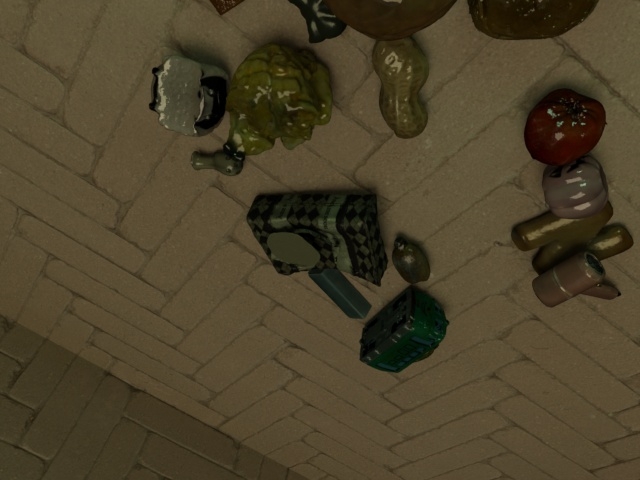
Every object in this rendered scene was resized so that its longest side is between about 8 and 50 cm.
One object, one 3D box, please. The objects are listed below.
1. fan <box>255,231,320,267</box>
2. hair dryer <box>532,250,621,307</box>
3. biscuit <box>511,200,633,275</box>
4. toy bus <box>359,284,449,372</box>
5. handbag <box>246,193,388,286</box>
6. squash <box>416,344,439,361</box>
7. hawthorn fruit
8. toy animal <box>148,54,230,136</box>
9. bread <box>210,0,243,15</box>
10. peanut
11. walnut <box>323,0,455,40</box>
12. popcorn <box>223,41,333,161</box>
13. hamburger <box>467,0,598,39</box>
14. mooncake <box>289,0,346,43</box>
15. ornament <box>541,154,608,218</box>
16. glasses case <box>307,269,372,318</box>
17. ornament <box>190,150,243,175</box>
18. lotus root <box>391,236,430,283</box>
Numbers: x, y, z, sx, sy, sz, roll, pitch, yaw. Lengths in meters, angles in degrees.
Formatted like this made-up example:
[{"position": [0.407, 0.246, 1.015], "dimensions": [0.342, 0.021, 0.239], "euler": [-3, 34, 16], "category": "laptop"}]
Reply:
[{"position": [-0.132, 0.049, 1.734], "dimensions": [0.182, 0.010, 0.310], "euler": [41, 141, -23], "category": "fan"}, {"position": [0.838, 0.135, 1.630], "dimensions": [0.345, 0.106, 0.189], "euler": [12, 141, -31], "category": "hair dryer"}, {"position": [0.754, -0.002, 1.590], "dimensions": [0.291, 0.062, 0.237], "euler": [-27, 119, 32], "category": "biscuit"}, {"position": [0.305, 0.339, 1.929], "dimensions": [0.200, 0.183, 0.343], "euler": [28, 133, -14], "category": "toy bus"}, {"position": [0.000, 0.000, 1.728], "dimensions": [0.417, 0.180, 0.316], "euler": [3, 134, 22], "category": "handbag"}, {"position": [0.356, 0.454, 2.096], "dimensions": [0.252, 0.066, 0.066], "euler": [-22, 122, 31], "category": "squash"}, {"position": [0.601, -0.267, 1.324], "dimensions": [0.185, 0.185, 0.202], "euler": [10, 147, 7], "category": "hawthorn fruit"}, {"position": [-0.361, -0.409, 1.471], "dimensions": [0.204, 0.156, 0.208], "euler": [16, 116, 5], "category": "toy animal"}, {"position": [-0.240, -0.627, 1.324], "dimensions": [0.095, 0.035, 0.090], "euler": [-19, 123, 28], "category": "bread"}, {"position": [0.212, -0.392, 1.354], "dimensions": [0.136, 0.120, 0.298], "euler": [3, 134, 19], "category": "peanut"}, {"position": [0.145, -0.606, 1.050], "dimensions": [0.384, 0.383, 0.383], "euler": [8, 132, 9], "category": "walnut"}, {"position": [-0.101, -0.367, 1.381], "dimensions": [0.293, 0.237, 0.292], "euler": [7, 127, 10], "category": "popcorn"}, {"position": [0.464, -0.555, 1.130], "dimensions": [0.285, 0.134, 0.265], "euler": [4, 129, 15], "category": "hamburger"}, {"position": [-0.009, -0.567, 1.272], "dimensions": [0.175, 0.104, 0.168], "euler": [31, 137, -8], "category": "mooncake"}, {"position": [0.673, -0.141, 1.415], "dimensions": [0.178, 0.177, 0.177], "euler": [8, 132, 9], "category": "ornament"}, {"position": [0.070, 0.196, 1.953], "dimensions": [0.105, 0.056, 0.266], "euler": [-26, 120, 31], "category": "glasses case"}, {"position": [-0.319, -0.246, 1.660], "dimensions": [0.156, 0.081, 0.075], "euler": [6, 166, 14], "category": "ornament"}, {"position": [0.295, 0.066, 1.757], "dimensions": [0.113, 0.088, 0.192], "euler": [-11, 127, 32], "category": "lotus root"}]
